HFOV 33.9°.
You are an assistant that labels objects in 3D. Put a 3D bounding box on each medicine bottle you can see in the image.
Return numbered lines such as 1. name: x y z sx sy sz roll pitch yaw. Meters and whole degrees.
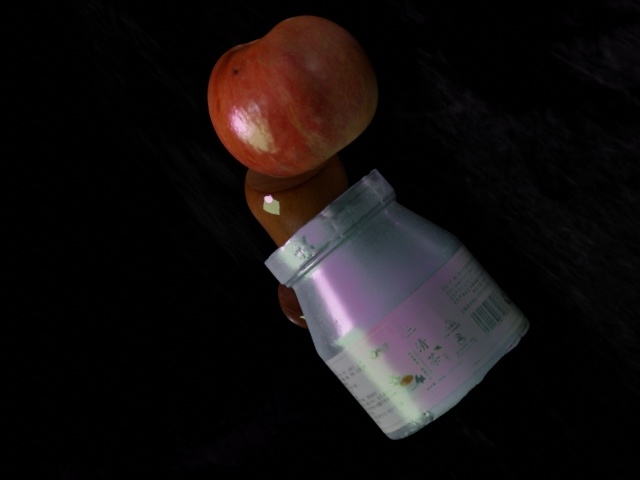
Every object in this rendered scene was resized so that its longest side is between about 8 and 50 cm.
1. medicine bottle: 0.091 0.076 1.377 0.290 0.245 0.245 49 166 3

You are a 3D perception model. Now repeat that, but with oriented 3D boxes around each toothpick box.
1. toothpick box: 0.000 0.000 1.592 0.192 0.192 0.294 33 152 49

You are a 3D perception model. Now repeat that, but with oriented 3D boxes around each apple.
1. apple: -0.034 -0.169 1.220 0.164 0.209 0.209 57 165 -11
